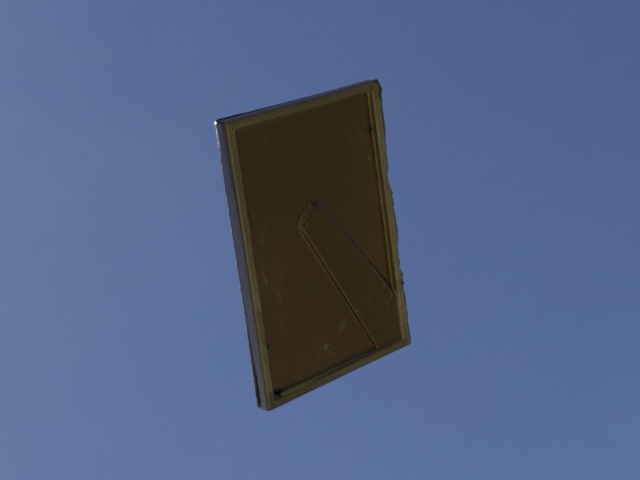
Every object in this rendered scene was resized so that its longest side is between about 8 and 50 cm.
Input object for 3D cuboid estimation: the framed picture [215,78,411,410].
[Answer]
[{"bbox_3d":[0.000,0.000,0.701,0.109,0.011,0.149,-19,-72,-40],"label":"framed picture"}]
